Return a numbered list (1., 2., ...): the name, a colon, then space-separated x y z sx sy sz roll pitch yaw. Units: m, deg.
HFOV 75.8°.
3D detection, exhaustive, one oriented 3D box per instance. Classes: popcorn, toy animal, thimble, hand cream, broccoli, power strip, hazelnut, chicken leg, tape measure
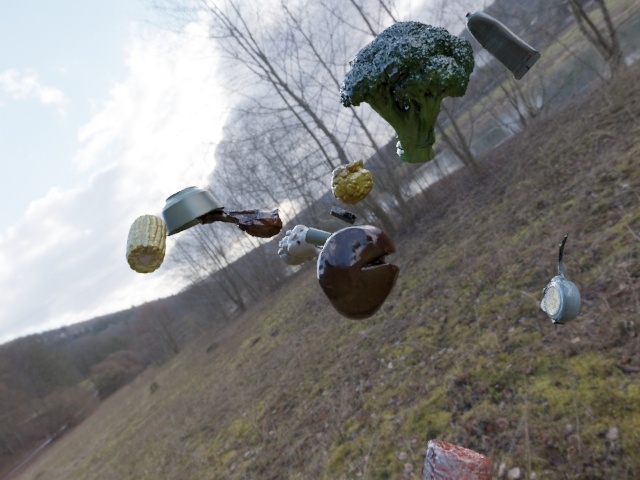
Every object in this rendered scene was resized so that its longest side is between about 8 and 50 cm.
1. popcorn: 0.124 -0.231 1.626 0.180 0.170 0.180 -18 -27 -9
2. toy animal: -0.064 0.029 1.611 0.193 0.179 0.127 -24 46 47
3. thimble: 0.491 0.828 1.482 0.239 0.240 0.162 146 141 -72
4. hand cream: 0.336 -0.377 0.778 0.037 0.165 0.057 -28 -18 -39
5. broccoli: 0.175 -0.286 0.811 0.254 0.268 0.269 4 25 30
6. power strip: 0.097 -0.106 1.724 0.038 0.111 0.029 -53 -19 -35
7. hazelnut: 0.098 0.084 1.093 0.217 0.251 0.217 4 -6 0
8. chicken leg: -0.280 -0.073 1.408 0.093 0.305 0.113 111 166 -51
9. tape measure: 0.845 0.136 1.400 0.084 0.330 0.164 0 31 -3

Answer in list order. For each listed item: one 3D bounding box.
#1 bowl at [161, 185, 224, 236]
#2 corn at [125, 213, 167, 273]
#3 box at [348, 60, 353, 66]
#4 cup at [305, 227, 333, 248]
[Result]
1. bowl: -0.433 -0.108 1.355 0.212 0.112 0.211 -26 4 2
2. corn: -0.428 0.005 1.012 0.093 0.093 0.244 -38 28 -1
3. box: 0.107 -0.465 1.158 0.012 0.083 0.046 -22 13 26
4. cup: -0.002 0.001 1.365 0.083 0.074 0.054 12 23 24
